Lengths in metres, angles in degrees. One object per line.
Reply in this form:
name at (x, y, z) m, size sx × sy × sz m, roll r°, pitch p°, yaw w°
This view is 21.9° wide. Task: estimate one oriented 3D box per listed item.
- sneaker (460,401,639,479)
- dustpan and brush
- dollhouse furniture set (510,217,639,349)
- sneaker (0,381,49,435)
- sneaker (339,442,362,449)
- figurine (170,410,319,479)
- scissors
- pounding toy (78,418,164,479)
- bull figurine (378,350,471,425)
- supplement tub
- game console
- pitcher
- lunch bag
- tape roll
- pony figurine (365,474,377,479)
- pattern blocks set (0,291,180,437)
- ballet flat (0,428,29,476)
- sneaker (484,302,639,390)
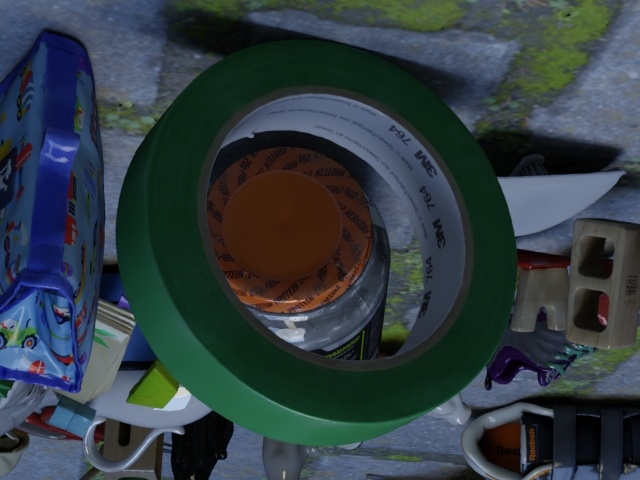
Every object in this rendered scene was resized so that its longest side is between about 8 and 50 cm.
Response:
sneaker at (0.340, 0.279, 2.193) m, size 0.321 × 0.126 × 0.127 m, roll -8°, pitch 161°, yaw 24°
dustpan and brush at (0.179, -0.035, 1.574) m, size 0.147 × 0.060 × 0.211 m, roll -4°, pitch 153°, yaw -21°
dollhouse furniture set at (0.331, 0.025, 1.597) m, size 0.201 × 0.152 × 0.374 m, roll 0°, pitch -173°, yaw -40°
sneaker at (-0.388, 0.161, 2.049) m, size 0.115 × 0.105 × 0.281 m, roll -25°, pitch 166°, yaw -30°
sneaker at (0.039, 0.232, 2.211) m, size 0.075 × 0.057 × 0.161 m, roll 26°, pitch 152°, yaw -13°
figurine at (-0.104, 0.326, 2.226) m, size 0.215 × 0.209 × 0.092 m, roll -5°, pitch 156°, yaw 14°
scissors at (-0.315, 0.286, 2.396) m, size 0.109 × 0.021 × 0.297 m, roll -19°, pitch 151°, yaw 35°
pounding toy at (-0.267, 0.283, 2.224) m, size 0.100 × 0.141 × 0.130 m, roll 2°, pitch 157°, yaw 0°
bull figurine at (0.027, 0.189, 2.036) m, size 0.311 × 0.101 × 0.188 m, roll 4°, pitch 160°, yaw -1°
supplement tub at (-0.031, 0.045, 1.588) m, size 0.194 × 0.193 × 0.316 m, roll 2°, pitch 157°, yaw -1°
game console at (-0.205, 0.087, 1.839) m, size 0.144 × 0.124 × 0.085 m, roll -2°, pitch -178°, yaw 10°
pitcher at (-0.210, 0.187, 1.965) m, size 0.207 × 0.177 × 0.125 m, roll -10°, pitch -162°, yaw 22°
lunch bag at (-0.235, -0.022, 1.407) m, size 0.138 × 0.220 × 0.293 m, roll 8°, pitch 156°, yaw -15°
tape roll at (0.000, 0.000, 1.315) m, size 0.321 × 0.321 × 0.077 m, roll 11°, pitch 156°, yaw -22°
pony figurine at (0.265, 0.485, 2.567) m, size 0.364 × 0.303 × 0.351 m, roll -10°, pitch 123°, yaw 32°
pattern blocks set at (-0.287, 0.105, 1.815) m, size 0.285 × 0.026 × 0.325 m, roll 32°, pitch 139°, yaw -16°
ballet flat at (-0.495, 0.261, 2.290) m, size 0.086 × 0.086 × 0.248 m, roll -11°, pitch 155°, yaw 28°
sneaker at (0.285, 0.115, 1.847) m, size 0.224 × 0.098 × 0.083 m, roll -12°, pitch 153°, yaw 30°
